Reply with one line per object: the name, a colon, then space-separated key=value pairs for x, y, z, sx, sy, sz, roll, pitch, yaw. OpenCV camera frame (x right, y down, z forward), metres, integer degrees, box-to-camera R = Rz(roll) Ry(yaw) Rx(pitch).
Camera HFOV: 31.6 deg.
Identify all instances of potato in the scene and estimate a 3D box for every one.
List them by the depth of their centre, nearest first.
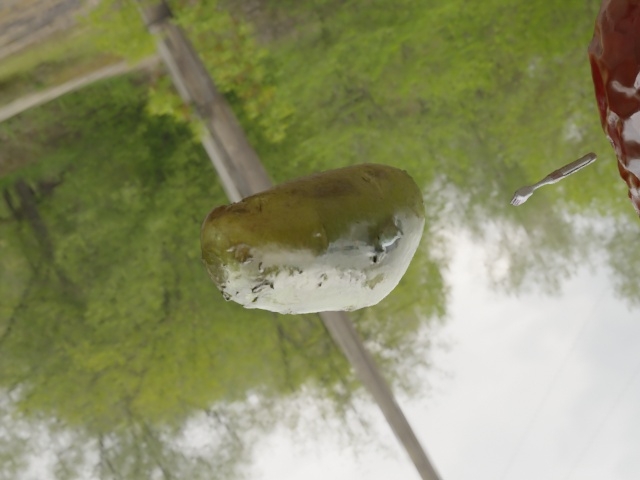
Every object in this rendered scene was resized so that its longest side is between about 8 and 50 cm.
potato: x=0.000 y=0.000 z=0.790 sx=0.188 sy=0.105 sz=0.085 roll=-6 pitch=-178 yaw=-38

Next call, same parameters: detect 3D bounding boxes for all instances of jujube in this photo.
jujube: x=0.205 y=-0.070 z=0.588 sx=0.112 sy=0.176 sz=0.109 roll=-46 pitch=-144 yaw=-20

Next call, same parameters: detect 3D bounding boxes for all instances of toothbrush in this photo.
toothbrush: x=0.133 y=-0.036 z=0.640 sx=0.097 sy=0.006 sz=0.008 roll=-25 pitch=155 yaw=-47
